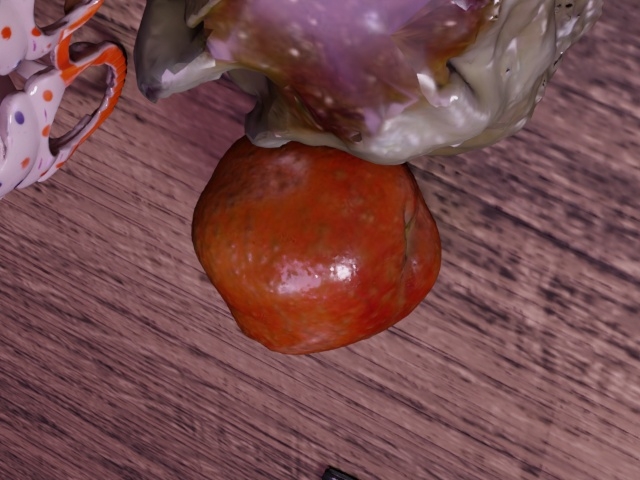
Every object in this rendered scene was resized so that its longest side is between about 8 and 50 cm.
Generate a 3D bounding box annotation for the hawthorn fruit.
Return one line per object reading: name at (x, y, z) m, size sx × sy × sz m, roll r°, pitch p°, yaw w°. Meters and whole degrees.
hawthorn fruit at (0.000, 0.000, 0.682) m, size 0.128 × 0.128 × 0.128 m, roll 27°, pitch 148°, yaw 18°

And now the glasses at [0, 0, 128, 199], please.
glasses at (-0.183, -0.099, 0.690) m, size 0.095 × 0.162 × 0.255 m, roll 32°, pitch 149°, yaw 18°

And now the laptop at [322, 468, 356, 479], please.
laptop at (0.084, 0.238, 1.006) m, size 0.180 × 0.016 × 0.129 m, roll 20°, pitch 146°, yaw 26°

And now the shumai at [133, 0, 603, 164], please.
shumai at (-0.003, -0.095, 0.479) m, size 0.184 × 0.185 × 0.218 m, roll 34°, pitch 149°, yaw 7°
